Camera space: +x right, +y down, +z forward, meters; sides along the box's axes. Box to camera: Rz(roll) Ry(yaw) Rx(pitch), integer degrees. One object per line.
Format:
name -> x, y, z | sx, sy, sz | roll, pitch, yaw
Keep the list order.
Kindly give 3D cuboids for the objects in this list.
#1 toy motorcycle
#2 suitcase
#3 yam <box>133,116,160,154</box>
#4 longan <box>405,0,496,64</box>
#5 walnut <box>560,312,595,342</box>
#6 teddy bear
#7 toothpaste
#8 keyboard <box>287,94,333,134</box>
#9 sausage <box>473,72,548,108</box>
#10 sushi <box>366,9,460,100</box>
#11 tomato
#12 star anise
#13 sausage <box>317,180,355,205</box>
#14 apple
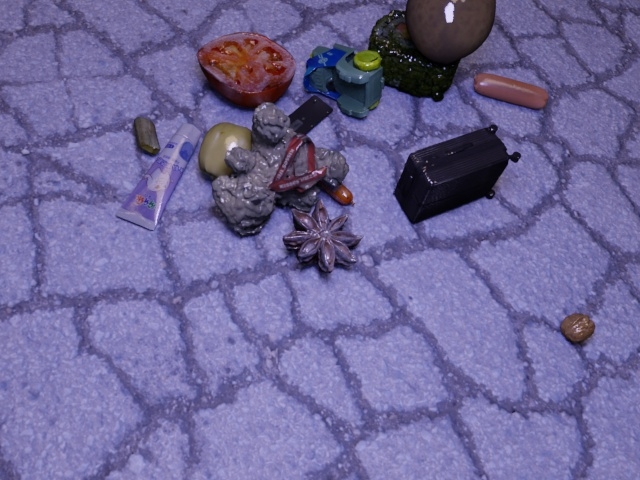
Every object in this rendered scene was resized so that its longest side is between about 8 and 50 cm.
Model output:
toy motorcycle -> 0.057, -0.582, 1.901 | 0.326, 0.191, 0.200 | 33, 60, 27
suitcase -> 0.419, -0.203, 1.684 | 0.334, 0.230, 0.152 | -21, 64, -19
yam -> -0.564, -0.334, 1.731 | 0.069, 0.070, 0.147 | -13, 63, -14
longan -> 0.431, -0.753, 1.778 | 0.318, 0.319, 0.319 | 3, 59, -5
walnut -> 0.745, 0.253, 1.551 | 0.096, 0.083, 0.079 | -21, 37, -17
teddy bear -> -0.142, -0.171, 1.581 | 0.224, 0.357, 0.368 | 20, 80, 53
toothpaste -> -0.487, -0.204, 1.671 | 0.125, 0.080, 0.371 | 23, 67, 2
keyboard -> -0.090, -0.394, 1.850 | 0.106, 0.027, 0.317 | 39, 63, 11
sausage -> 0.718, -0.566, 2.021 | 0.288, 0.086, 0.086 | 17, 59, 1
sushi -> 0.349, -0.706, 2.000 | 0.351, 0.178, 0.294 | 22, 60, 5
tomato -> -0.252, -0.577, 1.869 | 0.338, 0.144, 0.339 | 5, 55, -7
star anise -> -0.001, -0.001, 1.586 | 0.235, 0.109, 0.223 | 25, 57, -9
sausage -> -0.020, -0.227, 1.732 | 0.347, 0.053, 0.053 | 42, 63, 11
apple -> -0.287, -0.273, 1.666 | 0.199, 0.200, 0.200 | 3, 59, -5
